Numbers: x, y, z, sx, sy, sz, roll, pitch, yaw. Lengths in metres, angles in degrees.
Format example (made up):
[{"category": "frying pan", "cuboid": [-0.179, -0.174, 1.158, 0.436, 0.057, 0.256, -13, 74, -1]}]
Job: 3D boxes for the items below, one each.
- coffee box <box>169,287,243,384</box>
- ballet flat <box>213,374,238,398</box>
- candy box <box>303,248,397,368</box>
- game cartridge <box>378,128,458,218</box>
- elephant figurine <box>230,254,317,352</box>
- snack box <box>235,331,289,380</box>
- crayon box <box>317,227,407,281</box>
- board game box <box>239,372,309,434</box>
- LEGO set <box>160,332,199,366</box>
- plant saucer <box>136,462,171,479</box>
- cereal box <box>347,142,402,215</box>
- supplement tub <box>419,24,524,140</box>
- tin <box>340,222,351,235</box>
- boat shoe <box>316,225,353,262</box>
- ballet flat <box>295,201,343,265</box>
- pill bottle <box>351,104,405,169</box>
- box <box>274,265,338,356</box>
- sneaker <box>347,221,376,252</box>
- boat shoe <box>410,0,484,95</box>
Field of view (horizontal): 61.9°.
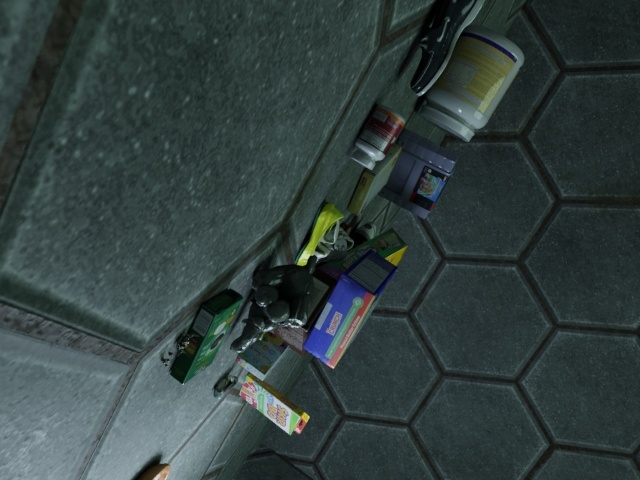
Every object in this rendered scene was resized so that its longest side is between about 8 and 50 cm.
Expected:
[{"category": "coffee box", "cuboid": [-0.231, 0.194, 1.084, 0.184, 0.040, 0.113, -63, 168, 21]}, {"category": "ballet flat", "cuboid": [-0.270, 0.411, 1.538, 0.041, 0.041, 0.114, -63, 170, 24]}, {"category": "candy box", "cuboid": [0.098, 0.196, 1.630, 0.268, 0.122, 0.317, -62, 168, 21]}, {"category": "game cartridge", "cuboid": [0.361, -0.239, 2.023, 0.068, 0.230, 0.355, -51, 167, -31]}, {"category": "elephant figurine", "cuboid": [-0.116, 0.160, 1.301, 0.239, 0.186, 0.169, 125, -39, -56]}, {"category": "snack box", "cuboid": [-0.171, 0.337, 1.596, 0.141, 0.100, 0.037, -45, 164, -48]}, {"category": "crayon box", "cuboid": [0.129, 0.138, 2.034, 0.363, 0.106, 0.313, -28, 158, -21]}, {"category": "board game box", "cuboid": [-0.165, 0.575, 1.867, 0.039, 0.259, 0.124, -44, 163, -50]}, {"category": "LEGO set", "cuboid": [-0.268, 0.199, 1.003, 0.083, 0.023, 0.054, -29, 150, -42]}, {"category": "plant saucer", "cuboid": [-0.460, 0.650, 1.354, 0.200, 0.037, 0.200, -55, 170, -15]}, {"category": "cereal box", "cuboid": [0.185, -0.209, 1.805, 0.240, 0.047, 0.173, -47, 164, -44]}, {"category": "supplement tub", "cuboid": [0.514, -0.536, 1.845, 0.331, 0.241, 0.241, -60, 169, 10]}, {"category": "tin", "cuboid": [0.063, 0.008, 1.903, 0.106, 0.040, 0.190, -48, 166, -28]}, {"category": "boat shoe", "cuboid": [0.042, 0.021, 1.676, 0.098, 0.096, 0.277, -62, 168, 24]}, {"category": "ballet flat", "cuboid": [0.000, 0.000, 1.479, 0.077, 0.077, 0.231, -43, 162, -57]}, {"category": "pill bottle", "cuboid": [0.144, -0.262, 1.366, 0.152, 0.086, 0.086, -59, 169, 7]}, {"category": "box", "cuboid": [-0.053, 0.236, 1.753, 0.191, 0.143, 0.381, -55, 171, -20]}, {"category": "sneaker", "cuboid": [0.168, 0.057, 2.277, 0.146, 0.122, 0.330, -45, 164, -44]}, {"category": "boat shoe", "cuboid": [0.299, -0.518, 1.350, 0.302, 0.091, 0.114, -62, -164, 11]}]
